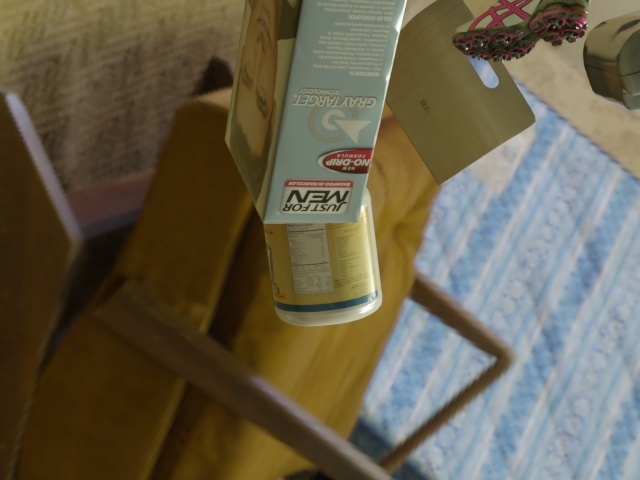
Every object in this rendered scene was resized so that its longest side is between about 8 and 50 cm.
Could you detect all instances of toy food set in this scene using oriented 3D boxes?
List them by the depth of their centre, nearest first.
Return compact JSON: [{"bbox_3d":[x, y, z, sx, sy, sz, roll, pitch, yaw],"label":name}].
[{"bbox_3d":[0.192,-0.220,1.901,0.092,0.220,0.306,-31,178,-18],"label":"toy food set"}]

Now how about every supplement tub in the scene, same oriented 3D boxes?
[{"bbox_3d":[0.000,0.000,1.669,0.144,0.144,0.200,-29,114,-62],"label":"supplement tub"}]

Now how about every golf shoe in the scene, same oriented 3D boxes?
[{"bbox_3d":[0.243,-0.269,1.533,0.067,0.186,0.086,33,59,-42],"label":"golf shoe"}]

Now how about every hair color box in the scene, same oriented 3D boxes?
[{"bbox_3d":[-0.004,-0.222,1.324,0.185,0.113,0.374,-117,-148,-52],"label":"hair color box"}]

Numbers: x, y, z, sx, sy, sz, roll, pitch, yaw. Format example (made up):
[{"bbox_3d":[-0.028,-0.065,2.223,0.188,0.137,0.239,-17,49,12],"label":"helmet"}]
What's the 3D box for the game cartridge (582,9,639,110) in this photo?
[{"bbox_3d":[0.310,-0.145,0.767,0.196,0.294,0.060,-53,127,-82],"label":"game cartridge"}]
